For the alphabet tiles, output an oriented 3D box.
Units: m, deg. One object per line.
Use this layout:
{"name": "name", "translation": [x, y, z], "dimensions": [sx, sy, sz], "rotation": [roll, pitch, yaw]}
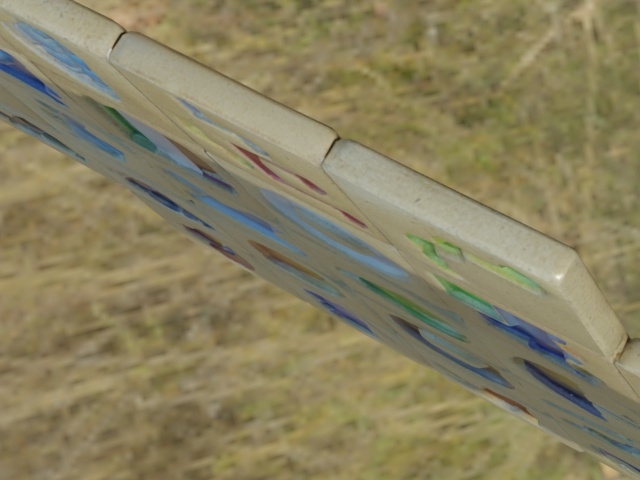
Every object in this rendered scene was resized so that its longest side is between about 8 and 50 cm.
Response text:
{"name": "alphabet tiles", "translation": [0.000, 0.000, 0.547], "dimensions": [0.342, 0.011, 0.285], "rotation": [28, 173, 25]}
